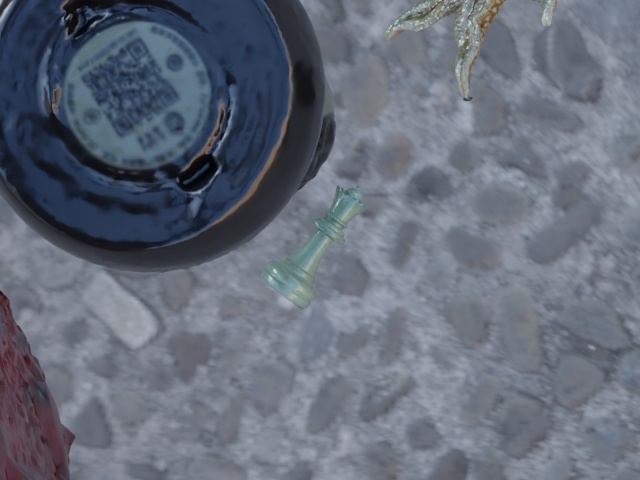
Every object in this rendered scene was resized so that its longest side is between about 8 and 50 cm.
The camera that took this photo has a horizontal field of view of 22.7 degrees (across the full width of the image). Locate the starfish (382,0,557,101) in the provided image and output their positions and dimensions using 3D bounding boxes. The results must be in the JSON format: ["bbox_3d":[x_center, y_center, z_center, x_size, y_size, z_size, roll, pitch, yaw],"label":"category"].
[{"bbox_3d":[0.059,-0.089,0.512,0.086,0.016,0.092,-53,29,8],"label":"starfish"}]

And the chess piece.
[{"bbox_3d":[0.000,0.000,1.113,0.042,0.042,0.093,36,90,26],"label":"chess piece"}]

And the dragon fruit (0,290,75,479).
[{"bbox_3d":[-0.200,0.075,0.638,0.330,0.302,0.240,-142,59,-62],"label":"dragon fruit"}]

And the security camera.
[{"bbox_3d":[-0.085,-0.088,0.969,0.197,0.277,0.191,-36,92,7],"label":"security camera"}]
